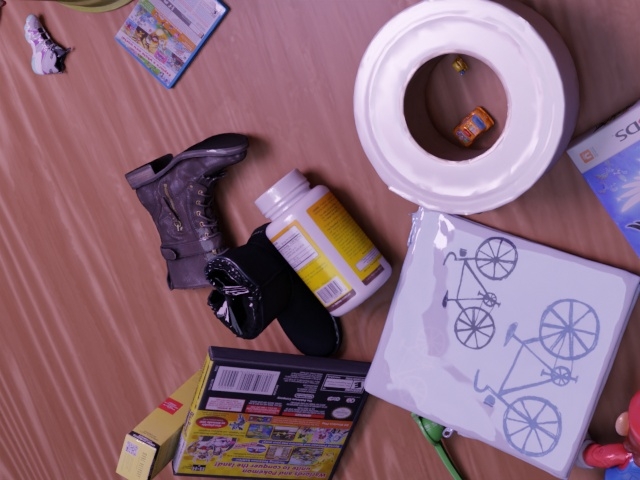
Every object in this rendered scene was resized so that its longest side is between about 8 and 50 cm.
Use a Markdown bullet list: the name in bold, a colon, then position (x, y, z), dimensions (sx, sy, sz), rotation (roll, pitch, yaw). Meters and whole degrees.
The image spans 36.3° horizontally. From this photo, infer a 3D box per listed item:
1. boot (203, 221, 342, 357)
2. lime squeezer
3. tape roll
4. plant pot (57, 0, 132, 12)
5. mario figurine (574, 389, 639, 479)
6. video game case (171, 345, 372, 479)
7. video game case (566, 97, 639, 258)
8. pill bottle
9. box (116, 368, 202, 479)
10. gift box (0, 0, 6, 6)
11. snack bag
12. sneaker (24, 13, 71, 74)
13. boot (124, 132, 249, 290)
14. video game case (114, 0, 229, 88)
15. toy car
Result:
- **boot**: position (-0.073, 0.107, 1.477), dimensions (0.094, 0.207, 0.246), rotation (-20, 101, 27)
- **lime squeezer**: position (0.194, 0.267, 1.529), dimensions (0.110, 0.059, 0.310), rotation (-4, 109, -9)
- **tape roll**: position (0.189, -0.179, 1.282), dimensions (0.286, 0.100, 0.286), rotation (7, 108, 23)
- **plant pot**: position (-0.402, -0.446, 1.374), dimensions (0.276, 0.254, 0.276), rotation (8, 111, 20)
- **mario figurine**: position (0.480, 0.308, 1.405), dimensions (0.198, 0.170, 0.320), rotation (1, 127, -17)
- **video game case**: position (-0.075, 0.284, 1.553), dimensions (0.274, 0.035, 0.248), rotation (8, 121, -21)
- **video game case**: position (0.497, -0.077, 1.263), dimensions (0.244, 0.061, 0.269), rotation (-33, 95, 29)
- **pill bottle**: position (0.000, 0.000, 1.459), dimensions (0.117, 0.117, 0.215), rotation (-38, 93, 29)
- **box**: position (-0.241, 0.303, 1.603), dimensions (0.058, 0.232, 0.087), rotation (27, 118, 14)
- **gift box**: position (-0.462, -0.405, 1.135), dimensions (0.255, 0.276, 0.258), rotation (6, 109, 5)
- **snack bag**: position (0.251, 0.146, 1.426), dimensions (0.342, 0.037, 0.323), rotation (20, 103, 17)
- **sneaker**: position (-0.432, -0.314, 1.562), dimensions (0.069, 0.038, 0.098), rotation (4, 120, 19)
- **boot**: position (-0.177, -0.036, 1.539), dimensions (0.263, 0.091, 0.229), rotation (-15, 104, 37)
- **video game case**: position (-0.228, -0.330, 1.484), dimensions (0.119, 0.015, 0.166), rotation (44, 119, 1)
- **toy car**: position (0.193, -0.188, 1.354), dimensions (0.060, 0.040, 0.122), rotation (-23, 100, 27)
